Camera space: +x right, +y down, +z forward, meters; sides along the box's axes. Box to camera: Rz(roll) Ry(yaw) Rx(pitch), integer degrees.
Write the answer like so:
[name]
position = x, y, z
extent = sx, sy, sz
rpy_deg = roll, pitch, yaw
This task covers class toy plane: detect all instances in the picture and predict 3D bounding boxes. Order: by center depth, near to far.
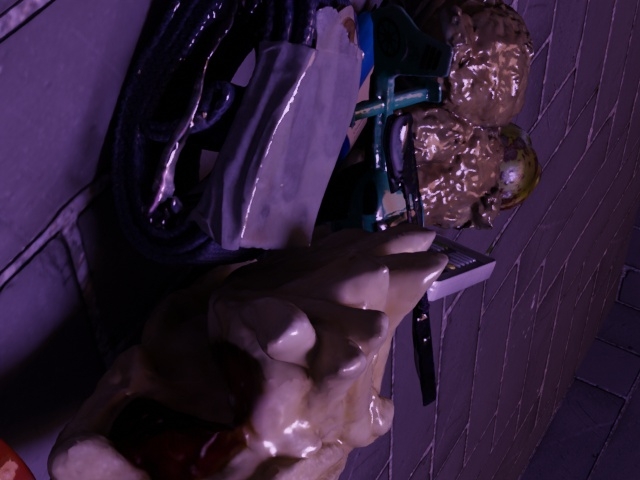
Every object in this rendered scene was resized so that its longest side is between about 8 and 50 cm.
[toy plane]
position = 0.050, -0.029, 0.984
extent = 0.106, 0.155, 0.381
rpy_deg = -20, 129, -30

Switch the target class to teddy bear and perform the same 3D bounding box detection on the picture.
[teddy bear]
position = 0.132, -0.134, 1.169
extent = 0.267, 0.156, 0.256
rpy_deg = -26, 129, -66

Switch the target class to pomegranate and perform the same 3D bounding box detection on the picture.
[pomegranate]
position = 0.217, -0.080, 1.464
extent = 0.138, 0.126, 0.163
rpy_deg = 14, 99, -81

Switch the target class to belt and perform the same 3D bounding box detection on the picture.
[belt]
position = -0.061, -0.091, 0.789
extent = 0.230, 0.140, 0.126
rpy_deg = -68, 159, 7

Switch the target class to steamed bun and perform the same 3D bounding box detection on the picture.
[steamed bun]
position = -0.036, 0.087, 0.834
extent = 0.428, 0.247, 0.189
rpy_deg = -52, 145, -67

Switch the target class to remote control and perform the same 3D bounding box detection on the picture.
[remote control]
position = 0.142, 0.031, 1.426
extent = 0.250, 0.103, 0.034
rpy_deg = -12, 124, -63

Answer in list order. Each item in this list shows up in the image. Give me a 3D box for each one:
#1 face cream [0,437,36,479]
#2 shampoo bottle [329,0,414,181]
[face cream]
position = -0.268, 0.202, 0.652
extent = 0.214, 0.096, 0.096
rpy_deg = -53, 154, -34
[shampoo bottle]
position = 0.031, -0.147, 1.066
extent = 0.183, 0.050, 0.087
rpy_deg = -60, 154, -17
